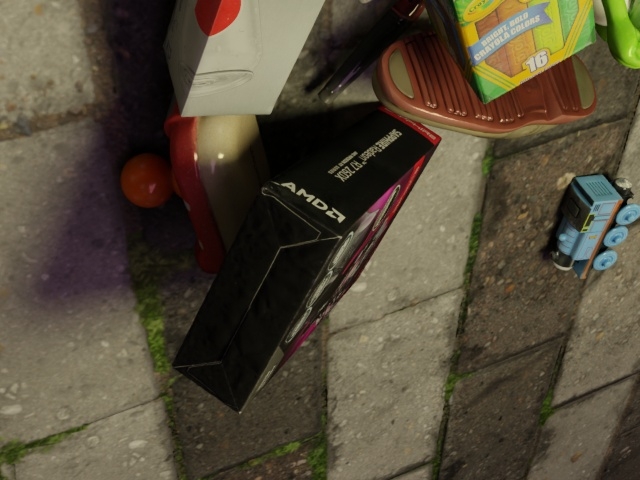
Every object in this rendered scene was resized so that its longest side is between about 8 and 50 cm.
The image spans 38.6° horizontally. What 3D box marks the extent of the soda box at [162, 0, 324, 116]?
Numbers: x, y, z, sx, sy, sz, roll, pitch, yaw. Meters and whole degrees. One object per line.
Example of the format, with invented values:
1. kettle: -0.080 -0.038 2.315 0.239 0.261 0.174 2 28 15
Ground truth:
1. soda box: -0.055 -0.227 0.786 0.098 0.091 0.286 -4 151 -26

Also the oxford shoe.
1. oxford shoe: 0.177 -0.160 1.069 0.348 0.123 0.130 -1 163 -39

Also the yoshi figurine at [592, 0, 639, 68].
1. yoshi figurine: 0.351 -0.289 0.947 0.203 0.203 0.362 -11 162 18

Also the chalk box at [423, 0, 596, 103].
1. chalk box: 0.162 -0.259 0.850 0.132 0.132 0.213 -29 148 6

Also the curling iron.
1. curling iron: 0.100 -0.247 0.998 0.274 0.068 0.035 -39 137 10

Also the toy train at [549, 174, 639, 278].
1. toy train: 0.420 -0.021 1.423 0.105 0.080 0.184 -4 134 -18

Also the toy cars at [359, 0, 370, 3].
1. toy cars: -0.024 -0.341 0.810 0.393 0.087 0.176 9 136 -44

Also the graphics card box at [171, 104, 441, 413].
1. graphics card box: 0.000 0.000 0.994 0.233 0.094 0.371 -60 171 27

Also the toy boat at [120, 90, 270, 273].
1. toy boat: -0.140 -0.065 0.981 0.151 0.151 0.231 -2 138 9
